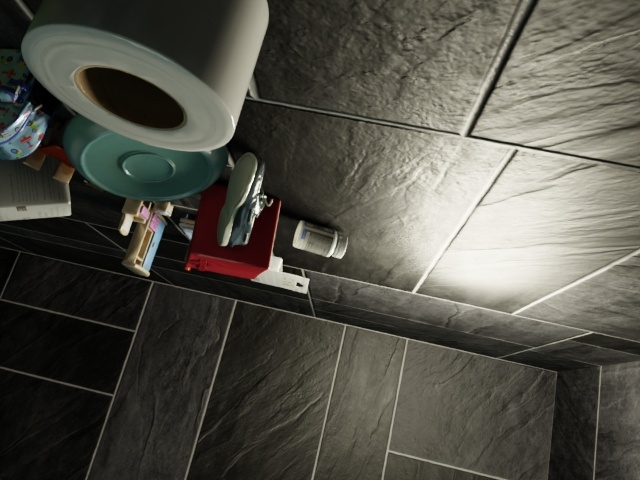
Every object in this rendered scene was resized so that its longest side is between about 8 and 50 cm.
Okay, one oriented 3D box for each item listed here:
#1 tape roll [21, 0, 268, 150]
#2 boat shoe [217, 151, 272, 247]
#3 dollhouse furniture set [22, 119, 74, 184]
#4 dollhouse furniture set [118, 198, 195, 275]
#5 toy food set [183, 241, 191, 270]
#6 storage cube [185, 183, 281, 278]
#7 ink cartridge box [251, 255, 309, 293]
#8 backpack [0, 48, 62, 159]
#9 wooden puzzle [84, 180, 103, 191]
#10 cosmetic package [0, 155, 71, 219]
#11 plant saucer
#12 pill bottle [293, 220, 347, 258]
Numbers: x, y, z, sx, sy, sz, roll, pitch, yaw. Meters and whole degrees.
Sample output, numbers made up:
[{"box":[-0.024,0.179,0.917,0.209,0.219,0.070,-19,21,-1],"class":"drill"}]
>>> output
[{"box":[-0.201,-0.240,0.614,0.247,0.168,0.246,12,162,4],"class":"tape roll"},{"box":[-0.163,-0.082,1.111,0.079,0.095,0.254,4,129,-28],"class":"boat shoe"},{"box":[-0.579,-0.197,1.099,0.262,0.135,0.259,1,159,35],"class":"dollhouse furniture set"},{"box":[-0.441,0.018,1.579,0.304,0.197,0.286,12,163,3],"class":"dollhouse furniture set"},{"box":[-0.418,0.061,1.853,0.233,0.104,0.111,6,161,24],"class":"toy food set"},{"box":[-0.228,-0.015,1.293,0.193,0.214,0.184,12,164,-16],"class":"storage cube"},{"box":[-0.160,0.127,1.947,0.239,0.060,0.275,13,163,0],"class":"ink cartridge box"},{"box":[-0.561,-0.237,0.894,0.159,0.173,0.117,10,163,14],"class":"backpack"},{"box":[-0.663,-0.161,1.500,0.049,0.006,0.083,-3,157,43],"class":"wooden puzzle"},{"box":[-0.743,-0.141,1.277,0.184,0.151,0.151,-8,174,-26],"class":"cosmetic package"},{"box":[-0.347,-0.160,1.017,0.318,0.043,0.317,-5,153,-2],"class":"plant saucer"},{"box":[0.000,0.000,1.382,0.137,0.078,0.078,17,163,-10],"class":"pill bottle"}]
